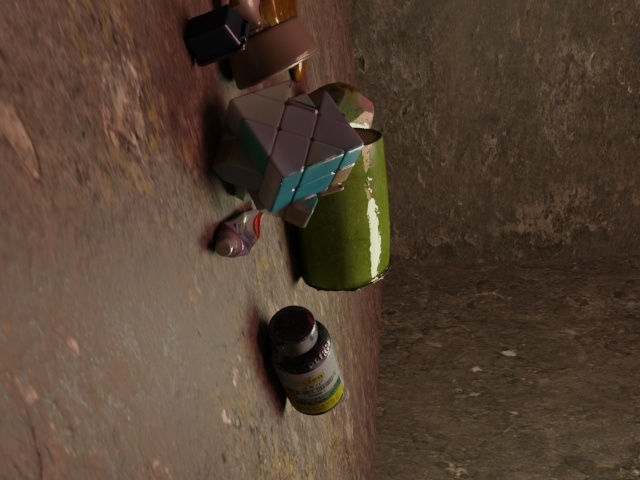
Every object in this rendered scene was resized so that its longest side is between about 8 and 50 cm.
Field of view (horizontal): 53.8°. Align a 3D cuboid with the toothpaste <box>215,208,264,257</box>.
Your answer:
[{"bbox_3d":[-0.143,-0.014,1.198,0.301,0.048,0.075,-55,137,-77],"label":"toothpaste"}]

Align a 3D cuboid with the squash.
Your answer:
[{"bbox_3d":[0.051,-0.085,1.659,0.263,0.263,0.384,-70,155,-64],"label":"squash"}]

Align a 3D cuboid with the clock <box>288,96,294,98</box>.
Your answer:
[{"bbox_3d":[-0.082,-0.186,1.364,0.170,0.069,0.232,58,47,-33],"label":"clock"}]

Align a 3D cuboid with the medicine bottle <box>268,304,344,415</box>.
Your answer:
[{"bbox_3d":[-0.035,0.267,1.411,0.293,0.141,0.141,75,16,-47],"label":"medicine bottle"}]

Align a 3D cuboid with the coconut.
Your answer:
[{"bbox_3d":[0.043,-0.362,1.854,0.204,0.236,0.236,-60,178,17],"label":"coconut"}]

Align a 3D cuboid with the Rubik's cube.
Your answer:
[{"bbox_3d":[-0.069,-0.145,1.154,0.224,0.265,0.213,58,-28,16],"label":"Rubik's cube"}]

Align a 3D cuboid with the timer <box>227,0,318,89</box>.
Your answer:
[{"bbox_3d":[-0.137,-0.440,1.182,0.266,0.175,0.175,63,19,-19],"label":"timer"}]

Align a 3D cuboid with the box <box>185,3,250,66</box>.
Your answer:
[{"bbox_3d":[-0.171,-0.336,1.025,0.054,0.099,0.074,47,38,-50],"label":"box"}]

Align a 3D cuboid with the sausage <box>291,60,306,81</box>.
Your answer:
[{"bbox_3d":[-0.067,-0.513,1.726,0.062,0.054,0.183,-76,163,-48],"label":"sausage"}]

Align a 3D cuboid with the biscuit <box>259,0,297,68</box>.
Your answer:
[{"bbox_3d":[-0.110,-0.602,1.517,0.312,0.057,0.351,38,48,-75],"label":"biscuit"}]
